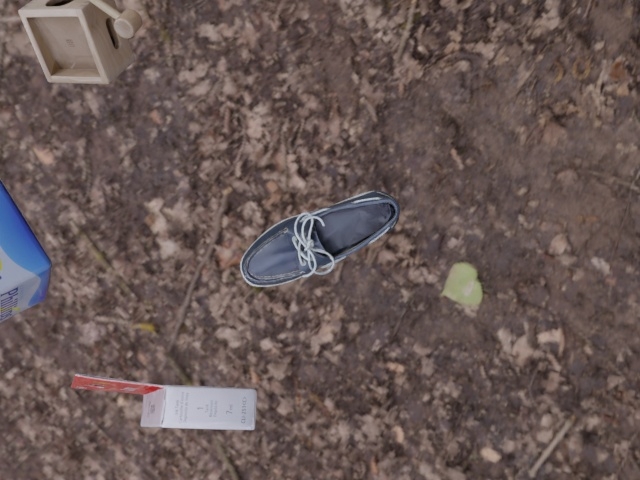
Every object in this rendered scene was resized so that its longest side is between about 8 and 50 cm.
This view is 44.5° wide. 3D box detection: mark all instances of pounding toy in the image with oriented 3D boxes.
[{"bbox_3d":[-0.356,-0.348,1.229,0.206,0.094,0.181,6,131,23],"label":"pounding toy"}]

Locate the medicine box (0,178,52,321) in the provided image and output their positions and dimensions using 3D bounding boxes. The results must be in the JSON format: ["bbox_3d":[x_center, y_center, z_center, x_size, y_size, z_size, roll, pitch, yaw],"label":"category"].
[{"bbox_3d":[-0.534,0.012,0.980,0.264,0.289,0.149,56,151,6],"label":"medicine box"}]

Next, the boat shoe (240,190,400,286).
[{"bbox_3d":[0.000,0.000,1.150,0.254,0.079,0.095,-20,94,-2],"label":"boat shoe"}]

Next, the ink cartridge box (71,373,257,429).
[{"bbox_3d":[-0.260,0.262,1.235,0.261,0.066,0.296,7,165,-17],"label":"ink cartridge box"}]
